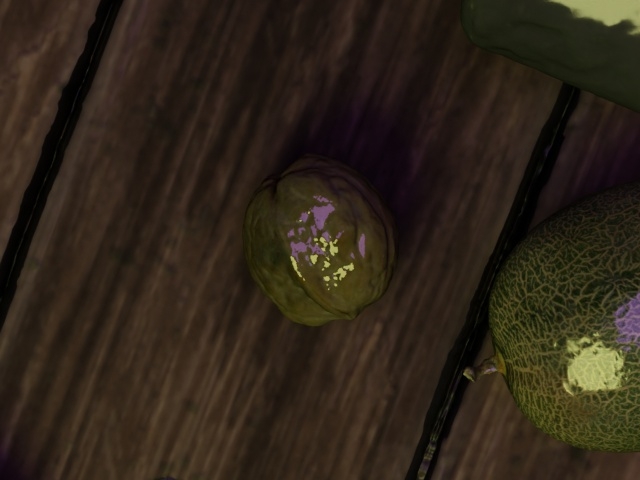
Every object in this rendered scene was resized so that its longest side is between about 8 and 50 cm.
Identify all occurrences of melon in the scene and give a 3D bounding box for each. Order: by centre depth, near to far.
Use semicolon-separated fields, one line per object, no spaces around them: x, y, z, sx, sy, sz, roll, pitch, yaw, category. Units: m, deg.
0.164;0.039;0.933;0.192;0.139;0.139;-19;92;1;melon

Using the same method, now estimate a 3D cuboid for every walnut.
0.000;0.000;0.961;0.092;0.092;0.092;0;92;0;walnut

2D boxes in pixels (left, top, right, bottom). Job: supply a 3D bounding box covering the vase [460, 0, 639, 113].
0.232;-0.139;0.887;0.291;0.245;0.245;23;92;5;vase
